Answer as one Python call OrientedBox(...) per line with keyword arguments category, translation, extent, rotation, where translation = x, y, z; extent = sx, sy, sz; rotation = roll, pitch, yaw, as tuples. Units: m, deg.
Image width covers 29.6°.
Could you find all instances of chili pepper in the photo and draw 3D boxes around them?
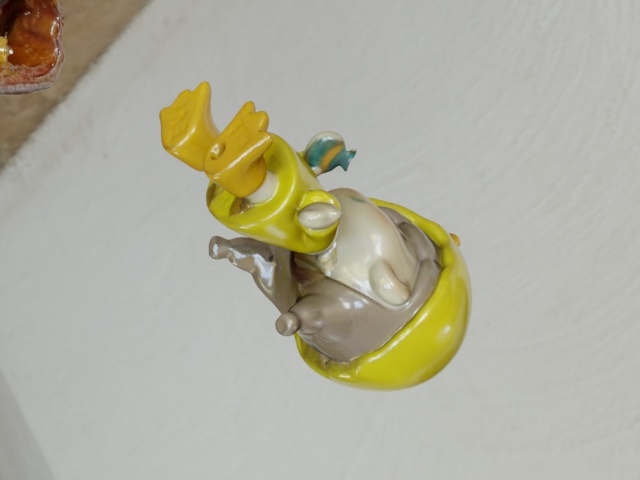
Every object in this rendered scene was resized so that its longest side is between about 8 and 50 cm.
OrientedBox(category="chili pepper", translation=(-0.479, -0.297, 1.447), extent=(0.251, 0.305, 0.229), rotation=(-11, 113, -75))

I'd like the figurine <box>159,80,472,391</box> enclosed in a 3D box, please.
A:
OrientedBox(category="figurine", translation=(0.000, 0.000, 1.092), extent=(0.187, 0.215, 0.344), rotation=(-41, 126, 6))
